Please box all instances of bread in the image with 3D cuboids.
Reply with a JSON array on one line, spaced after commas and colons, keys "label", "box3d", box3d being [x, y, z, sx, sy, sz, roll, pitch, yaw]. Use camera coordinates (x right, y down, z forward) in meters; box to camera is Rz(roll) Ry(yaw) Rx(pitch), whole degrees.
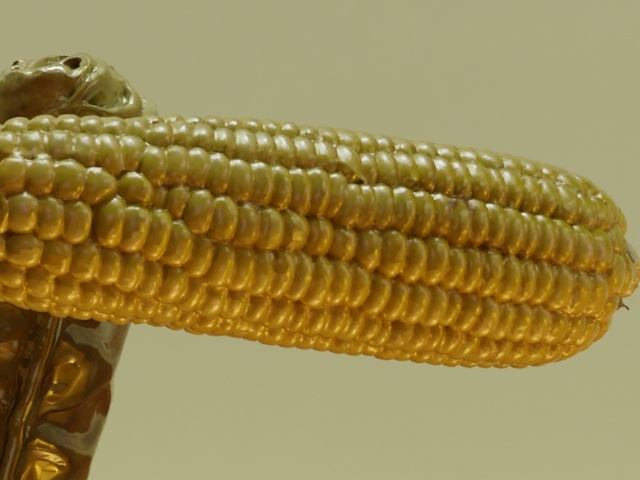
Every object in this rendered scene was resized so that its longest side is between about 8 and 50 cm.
[{"label": "bread", "box3d": [-0.142, 0.041, 0.786, 0.098, 0.087, 0.270, 16, -78, 0]}]

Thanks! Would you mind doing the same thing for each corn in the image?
[{"label": "corn", "box3d": [0.000, 0.000, 0.473, 0.067, 0.206, 0.067, -174, -90, -70]}]
